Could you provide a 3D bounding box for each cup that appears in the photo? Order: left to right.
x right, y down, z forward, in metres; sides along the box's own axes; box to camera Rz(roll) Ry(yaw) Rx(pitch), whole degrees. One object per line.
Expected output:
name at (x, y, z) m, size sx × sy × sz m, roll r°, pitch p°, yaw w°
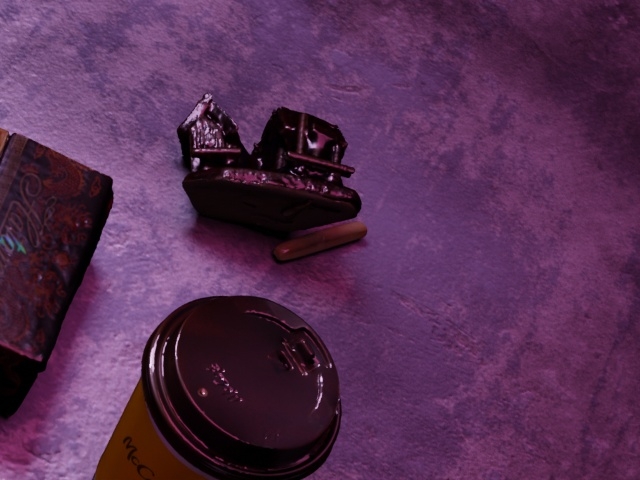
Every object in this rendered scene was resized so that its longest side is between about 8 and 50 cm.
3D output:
cup at (-0.111, 0.186, 1.742) m, size 0.196 × 0.280 × 0.196 m, roll 17°, pitch 49°, yaw -21°

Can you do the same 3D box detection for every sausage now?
sausage at (0.000, 0.000, 2.129) m, size 0.132 × 0.024 × 0.024 m, roll -16°, pitch 66°, yaw -39°

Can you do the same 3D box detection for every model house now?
model house at (-0.061, -0.100, 2.092) m, size 0.203 × 0.141 × 0.164 m, roll 14°, pitch 61°, yaw -18°

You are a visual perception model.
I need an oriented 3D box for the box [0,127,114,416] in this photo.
box at (-0.434, -0.026, 1.828) m, size 0.415 × 0.116 × 0.264 m, roll 26°, pitch 46°, yaw -11°
